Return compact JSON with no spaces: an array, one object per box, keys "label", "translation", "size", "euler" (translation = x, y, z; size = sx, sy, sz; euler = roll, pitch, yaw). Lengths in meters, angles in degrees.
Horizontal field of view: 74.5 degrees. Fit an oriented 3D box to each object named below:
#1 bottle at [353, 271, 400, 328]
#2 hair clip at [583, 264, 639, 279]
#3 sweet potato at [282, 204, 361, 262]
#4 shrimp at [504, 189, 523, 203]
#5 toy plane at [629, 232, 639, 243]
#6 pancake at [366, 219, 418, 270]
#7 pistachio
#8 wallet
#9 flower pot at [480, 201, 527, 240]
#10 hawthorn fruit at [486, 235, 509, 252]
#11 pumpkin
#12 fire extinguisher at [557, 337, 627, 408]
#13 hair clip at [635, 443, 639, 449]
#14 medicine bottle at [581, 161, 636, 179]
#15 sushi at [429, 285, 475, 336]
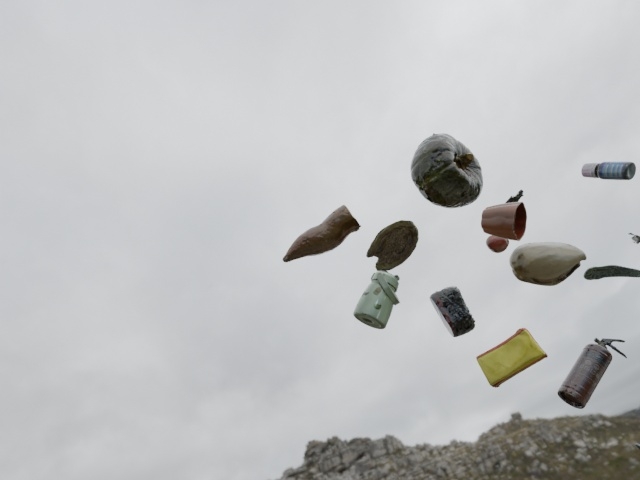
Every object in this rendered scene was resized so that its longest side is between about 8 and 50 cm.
[{"label":"bottle","translation":[0.365,0.338,2.533],"size":[0.351,0.229,0.229],"euler":[-61,-27,-22]},{"label":"hair clip","translation":[1.191,0.132,1.713],"size":[0.229,0.036,0.065],"euler":[-1,-66,10]},{"label":"sweet potato","translation":[-0.001,-0.001,1.676],"size":[0.337,0.131,0.131],"euler":[-36,-34,-9]},{"label":"shrimp","translation":[1.066,-0.215,2.339],"size":[0.091,0.034,0.161],"euler":[13,-61,-44]},{"label":"toy plane","translation":[1.714,-0.006,2.264],"size":[0.031,0.120,0.049],"euler":[-32,-69,4]},{"label":"pancake","translation":[0.261,0.020,1.502],"size":[0.212,0.029,0.235],"euler":[-43,-42,7]},{"label":"pistachio","translation":[0.729,0.071,1.359],"size":[0.238,0.153,0.137],"euler":[-1,-29,0]},{"label":"wallet","translation":[0.752,0.465,1.671],"size":[0.241,0.141,0.067],"euler":[-39,-48,16]},{"label":"flower pot","translation":[0.891,-0.095,2.057],"size":[0.173,0.190,0.191],"euler":[4,-12,44]},{"label":"hawthorn fruit","translation":[1.018,0.014,2.420],"size":[0.128,0.128,0.128],"euler":[-15,-35,-11]},{"label":"pumpkin","translation":[0.416,-0.228,1.353],"size":[0.261,0.260,0.189],"euler":[4,-30,-33]},{"label":"fire extinguisher","translation":[1.079,0.503,1.653],"size":[0.344,0.138,0.102],"euler":[-45,-32,-18]},{"label":"hair clip","translation":[1.352,0.964,1.691],"size":[0.083,0.275,0.048],"euler":[-6,-42,22]},{"label":"medicine bottle","translation":[1.308,-0.318,1.921],"size":[0.084,0.203,0.083],"euler":[-5,-80,-28]},{"label":"sushi","translation":[0.594,0.313,1.884],"size":[0.126,0.225,0.136],"euler":[-26,-26,0]}]
